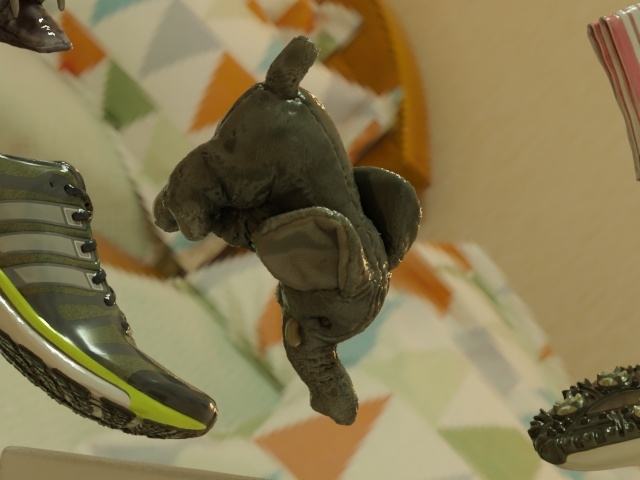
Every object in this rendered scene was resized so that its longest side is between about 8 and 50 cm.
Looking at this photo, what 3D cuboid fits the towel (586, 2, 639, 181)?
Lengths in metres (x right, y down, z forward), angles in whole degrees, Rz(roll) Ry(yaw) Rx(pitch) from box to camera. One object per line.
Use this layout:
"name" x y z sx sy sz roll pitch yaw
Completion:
"towel" 0.317 -0.140 1.546 0.197 0.029 0.144 -20 91 -35

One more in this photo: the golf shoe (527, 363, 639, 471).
"golf shoe" 0.291 0.145 1.349 0.105 0.272 0.120 -130 -150 -69

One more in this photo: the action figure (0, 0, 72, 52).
"action figure" -0.155 -0.229 0.784 0.185 0.285 0.099 -4 25 -27

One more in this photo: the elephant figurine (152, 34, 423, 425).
"elephant figurine" 0.000 0.000 1.445 0.239 0.169 0.186 43 -20 3

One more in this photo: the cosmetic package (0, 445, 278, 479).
"cosmetic package" 0.061 0.241 0.862 0.453 0.230 0.161 5 -11 17

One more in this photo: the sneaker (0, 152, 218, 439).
"sneaker" -0.177 0.018 1.195 0.300 0.121 0.111 41 -16 -4
